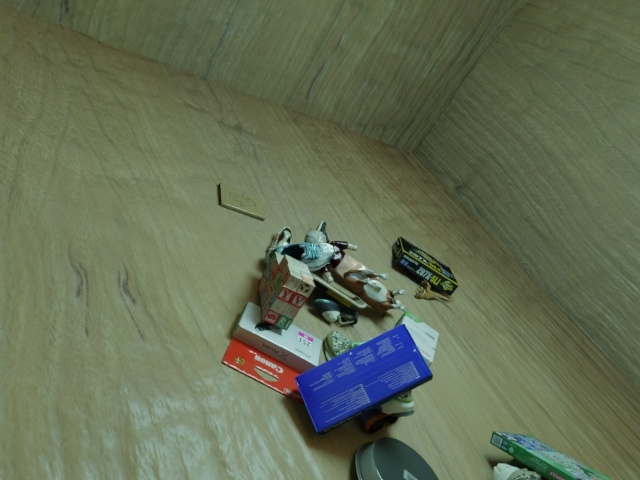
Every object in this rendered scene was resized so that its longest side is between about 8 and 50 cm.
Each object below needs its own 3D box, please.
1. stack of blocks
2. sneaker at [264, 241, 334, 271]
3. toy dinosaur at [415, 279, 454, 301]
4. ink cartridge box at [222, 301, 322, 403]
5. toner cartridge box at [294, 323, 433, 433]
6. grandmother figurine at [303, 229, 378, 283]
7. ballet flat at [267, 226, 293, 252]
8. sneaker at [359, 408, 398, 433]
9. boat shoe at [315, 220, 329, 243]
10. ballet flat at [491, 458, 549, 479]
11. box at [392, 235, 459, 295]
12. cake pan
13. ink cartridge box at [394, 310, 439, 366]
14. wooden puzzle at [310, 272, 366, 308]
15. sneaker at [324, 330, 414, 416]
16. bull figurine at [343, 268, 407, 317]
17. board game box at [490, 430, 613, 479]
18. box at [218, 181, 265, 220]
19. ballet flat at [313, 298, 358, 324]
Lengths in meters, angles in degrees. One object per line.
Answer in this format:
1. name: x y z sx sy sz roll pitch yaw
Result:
1. stack of blocks: -0.118 0.139 1.667 0.087 0.171 0.297 28 12 -18
2. sneaker: -0.058 0.056 1.908 0.283 0.122 0.110 -10 75 -30
3. toy dinosaur: 0.514 0.250 2.410 0.212 0.064 0.112 5 50 -28
4. ink cartridge box: -0.136 0.330 1.542 0.275 0.060 0.239 30 26 -9
5. toner cartridge box: 0.119 0.386 1.430 0.075 0.348 0.165 66 -2 -63
6. grandmother figurine: 0.072 0.086 2.077 0.342 0.104 0.207 41 51 -6
7. ballet flat: -0.153 0.018 2.012 0.091 0.077 0.241 26 29 -15
8. sneaker: 0.194 0.516 1.584 0.087 0.083 0.221 42 23 32
9. boat shoe: 0.000 0.000 2.204 0.079 0.084 0.233 27 35 -9
10. ballet flat: 0.652 0.773 1.624 0.483 0.164 0.182 14 11 -45
11. box: 0.514 0.121 2.536 0.322 0.079 0.257 32 17 -4
12. cake pan: 0.225 0.651 1.374 0.293 0.054 0.293 33 19 -13
13. ink cartridge box: 0.350 0.388 1.947 0.160 0.092 0.219 36 27 5
14. wooden puzzle: 0.043 0.188 1.913 0.239 0.044 0.221 28 -2 -6
15. sneaker: 0.169 0.367 1.615 0.158 0.182 0.410 12 13 -39
16. bull figurine: 0.225 0.204 1.965 0.310 0.188 0.101 34 64 -29
17. board game box: 0.730 0.700 1.616 0.214 0.046 0.317 19 -2 -31
18. box: -0.334 -0.166 2.172 0.201 0.021 0.164 19 30 -26
19. ballet flat: 0.061 0.266 1.855 0.203 0.074 0.074 21 29 -37
